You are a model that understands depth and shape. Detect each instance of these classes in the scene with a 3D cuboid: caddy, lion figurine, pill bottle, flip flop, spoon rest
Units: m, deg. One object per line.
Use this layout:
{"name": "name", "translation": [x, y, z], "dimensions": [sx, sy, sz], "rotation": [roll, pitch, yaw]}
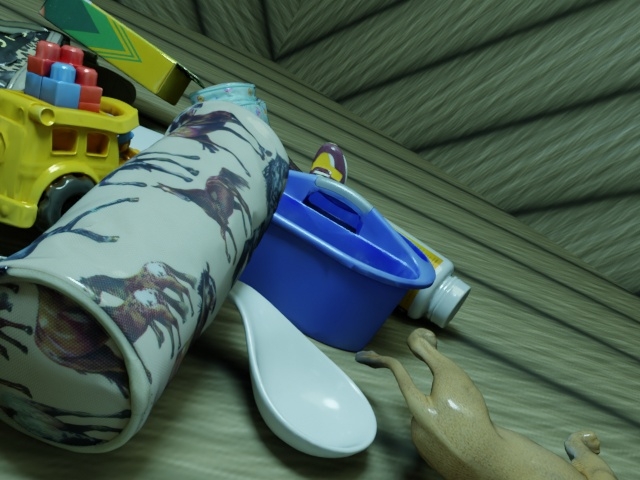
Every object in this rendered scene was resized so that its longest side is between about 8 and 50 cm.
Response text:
{"name": "caddy", "translation": [0.000, 0.000, 0.881], "dimensions": [0.341, 0.179, 0.241], "rotation": [30, 18, 10]}
{"name": "lion figurine", "translation": [0.198, 0.227, 0.591], "dimensions": [0.393, 0.142, 0.240], "rotation": [24, 8, 8]}
{"name": "pill bottle", "translation": [0.142, 0.053, 1.022], "dimensions": [0.215, 0.117, 0.117], "rotation": [35, 21, 20]}
{"name": "flip flop", "translation": [-0.641, -0.402, 1.195], "dimensions": [0.277, 0.080, 0.112], "rotation": [10, 13, -6]}
{"name": "spoon rest", "translation": [-0.056, 0.122, 0.635], "dimensions": [0.276, 0.084, 0.137], "rotation": [35, 20, 23]}

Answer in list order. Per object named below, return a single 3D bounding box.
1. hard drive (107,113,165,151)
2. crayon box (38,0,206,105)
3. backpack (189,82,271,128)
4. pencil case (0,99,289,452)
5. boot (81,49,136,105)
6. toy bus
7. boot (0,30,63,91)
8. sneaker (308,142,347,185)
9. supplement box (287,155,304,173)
{"name": "hard drive", "translation": [-0.288, -0.144, 1.079], "dimensions": [0.319, 0.040, 0.210], "rotation": [19, 21, -24]}
{"name": "crayon box", "translation": [-0.390, -0.382, 1.247], "dimensions": [0.319, 0.081, 0.202], "rotation": [34, 3, -5]}
{"name": "backpack", "translation": [-0.198, -0.253, 1.256], "dimensions": [0.166, 0.144, 0.188], "rotation": [-9, 18, 9]}
{"name": "pencil case", "translation": [-0.161, -0.005, 0.579], "dimensions": [0.184, 0.159, 0.410], "rotation": [17, 32, 5]}
{"name": "boot", "translation": [-0.492, -0.358, 1.302], "dimensions": [0.213, 0.077, 0.165], "rotation": [16, 20, -11]}
{"name": "toy bus", "translation": [-0.292, -0.121, 0.725], "dimensions": [0.150, 0.211, 0.220], "rotation": [21, 13, 28]}
{"name": "boot", "translation": [-0.587, -0.307, 0.973], "dimensions": [0.284, 0.138, 0.377], "rotation": [18, 26, -25]}
{"name": "sneaker", "translation": [-0.003, -0.086, 1.089], "dimensions": [0.070, 0.185, 0.084], "rotation": [13, 9, 24]}
{"name": "supplement box", "translation": [-0.096, -0.121, 1.128], "dimensions": [0.130, 0.073, 0.239], "rotation": [47, 13, 21]}
